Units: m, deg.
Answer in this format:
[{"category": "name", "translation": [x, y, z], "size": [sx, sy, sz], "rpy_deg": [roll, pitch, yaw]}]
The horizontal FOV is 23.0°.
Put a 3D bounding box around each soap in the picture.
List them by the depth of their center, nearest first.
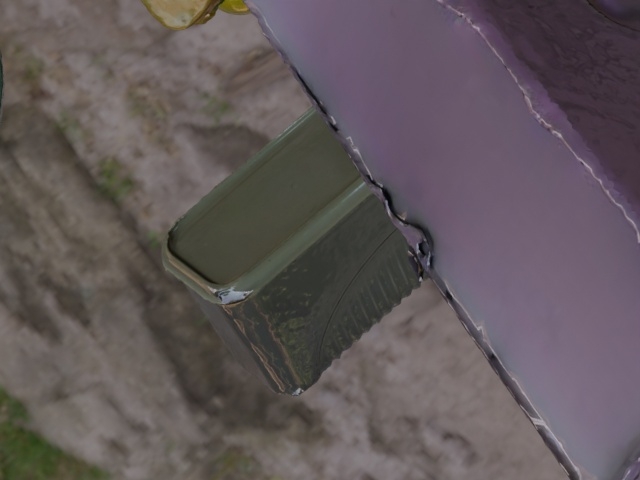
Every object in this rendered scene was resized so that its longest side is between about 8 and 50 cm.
[{"category": "soap", "translation": [0.150, -0.050, 0.657], "size": [0.296, 0.285, 0.107], "rpy_deg": [57, 135, 29]}]

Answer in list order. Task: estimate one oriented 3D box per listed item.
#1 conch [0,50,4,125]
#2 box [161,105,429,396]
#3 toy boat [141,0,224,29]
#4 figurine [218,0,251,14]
[{"category": "conch", "translation": [-0.226, -0.078, 0.676], "size": [0.202, 0.134, 0.196], "rpy_deg": [-19, 97, 51]}, {"category": "box", "translation": [0.000, 0.000, 1.479], "size": [0.138, 0.274, 0.178], "rpy_deg": [36, 159, 42]}, {"category": "toy boat", "translation": [-0.093, -0.235, 1.077], "size": [0.088, 0.088, 0.230], "rpy_deg": [5, 132, 5]}, {"category": "figurine", "translation": [-0.098, -0.368, 1.694], "size": [0.169, 0.218, 0.327], "rpy_deg": [-19, 109, 9]}]
